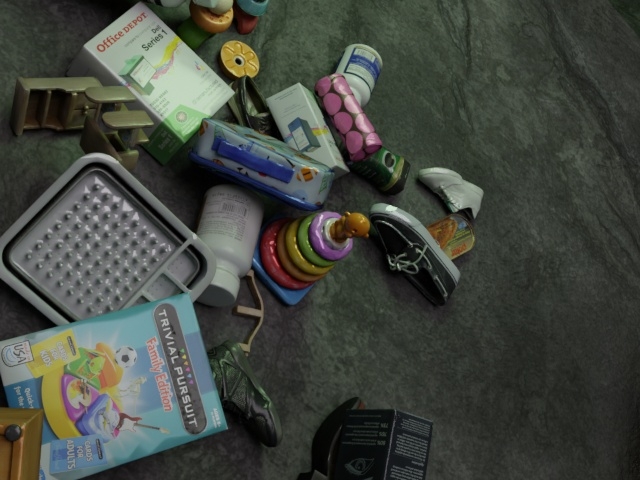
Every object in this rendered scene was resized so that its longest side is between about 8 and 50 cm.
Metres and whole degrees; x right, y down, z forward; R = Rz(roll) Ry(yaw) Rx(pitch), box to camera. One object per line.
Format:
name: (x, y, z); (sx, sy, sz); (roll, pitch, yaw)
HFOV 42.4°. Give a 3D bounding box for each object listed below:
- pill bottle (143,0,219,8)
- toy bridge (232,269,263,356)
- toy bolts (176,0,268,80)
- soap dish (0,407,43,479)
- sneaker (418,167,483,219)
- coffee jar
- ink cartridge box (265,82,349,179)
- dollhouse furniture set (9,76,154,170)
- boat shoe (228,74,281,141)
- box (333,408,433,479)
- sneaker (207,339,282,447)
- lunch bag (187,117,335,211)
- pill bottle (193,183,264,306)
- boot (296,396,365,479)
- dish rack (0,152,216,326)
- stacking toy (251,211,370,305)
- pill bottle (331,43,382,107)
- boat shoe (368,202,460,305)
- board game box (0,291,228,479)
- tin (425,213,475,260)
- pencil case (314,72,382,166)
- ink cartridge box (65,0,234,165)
pill bottle: (-0.368, -0.597, 1.724); (0.334, 0.188, 0.187); (15, 58, 1)
toy bridge: (-0.151, 0.151, 1.719); (0.063, 0.026, 0.188); (16, 62, -30)
toy bolts: (-0.178, -0.513, 1.912); (0.218, 0.158, 0.228); (45, 51, -11)
soap dish: (-0.568, 0.360, 1.217); (0.291, 0.118, 0.228); (5, 78, -18)
sneaker: (0.342, -0.121, 2.163); (0.212, 0.080, 0.094); (22, 70, -27)
coffee jar: (0.136, -0.193, 2.041); (0.184, 0.079, 0.096); (32, 56, -18)
ink cartridge box: (-0.026, -0.238, 1.897); (0.212, 0.093, 0.154); (67, 12, 7)
dollhouse furniture set: (-0.456, -0.196, 1.549); (0.161, 0.212, 0.242); (-11, 50, -39)
boat shoe: (-0.141, -0.274, 1.886); (0.080, 0.073, 0.223); (-25, 85, -40)
box: (0.116, 0.436, 1.591); (0.108, 0.153, 0.207); (24, 68, -32)
sneaker: (-0.170, 0.316, 1.596); (0.130, 0.087, 0.227); (-26, 83, -38)
lunch bag: (-0.123, -0.156, 1.705); (0.304, 0.243, 0.114); (23, 98, 4)
pill bottle: (-0.198, 0.011, 1.680); (0.131, 0.131, 0.229); (26, 57, -24)
boot: (0.106, 0.497, 1.700); (0.280, 0.096, 0.264); (38, 52, -17)
dish rack: (-0.387, 0.036, 1.497); (0.285, 0.072, 0.333); (-48, 113, -10)
stacking toy: (0.000, 0.000, 1.711); (0.175, 0.302, 0.165); (49, 51, -12)
pill bottle: (0.079, -0.394, 2.071); (0.112, 0.112, 0.186); (35, 54, -18)
boat shoe: (0.214, 0.040, 1.974); (0.306, 0.113, 0.105); (48, 55, -28)
board game box: (-0.358, 0.254, 1.418); (0.336, 0.079, 0.253); (-15, 84, -21)
tin: (0.322, -0.001, 2.115); (0.190, 0.040, 0.106); (-23, 80, -39)
pencil case: (0.062, -0.285, 1.934); (0.209, 0.095, 0.098); (64, 6, 11)
ink cartridge box: (-0.355, -0.332, 1.733); (0.278, 0.117, 0.201); (44, 51, -10)
